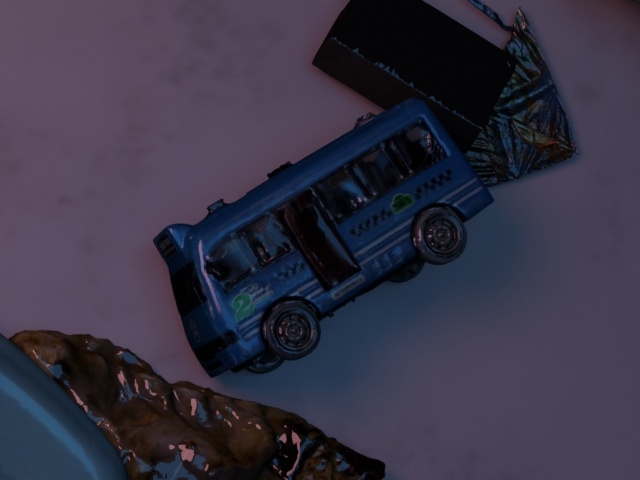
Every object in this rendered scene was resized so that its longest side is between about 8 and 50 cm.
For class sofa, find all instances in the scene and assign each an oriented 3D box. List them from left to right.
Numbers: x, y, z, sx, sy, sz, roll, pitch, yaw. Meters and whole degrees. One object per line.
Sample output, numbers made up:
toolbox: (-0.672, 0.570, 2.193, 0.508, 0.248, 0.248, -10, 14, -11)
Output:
sofa: (0.076, -0.141, 1.402, 0.147, 0.060, 0.085, 30, 61, -4)

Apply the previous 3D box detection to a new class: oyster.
oyster: (-0.111, 0.146, 1.300, 0.345, 0.078, 0.128, 14, 70, -12)

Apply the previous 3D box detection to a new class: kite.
kite: (0.144, -0.108, 1.441, 0.160, 0.010, 0.183, 27, 78, -9)

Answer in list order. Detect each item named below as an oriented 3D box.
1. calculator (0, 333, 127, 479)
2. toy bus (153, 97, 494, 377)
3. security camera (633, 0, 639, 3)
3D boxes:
calculator: (-0.320, 0.155, 1.218, 0.386, 0.054, 0.256, 37, 87, -8)
toy bus: (0.000, 0.000, 1.327, 0.246, 0.113, 0.134, -31, 90, -19)
security camera: (0.307, -0.265, 1.426, 0.236, 0.194, 0.194, 36, 74, -4)
